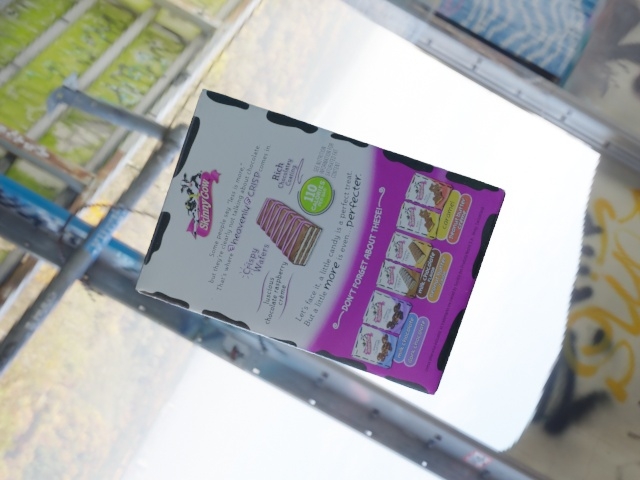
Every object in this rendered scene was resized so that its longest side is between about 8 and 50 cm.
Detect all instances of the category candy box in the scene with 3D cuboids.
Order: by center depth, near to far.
[{"bbox_3d":[0.000,0.000,0.638,0.071,0.233,0.159,3,107,-87],"label":"candy box"}]
